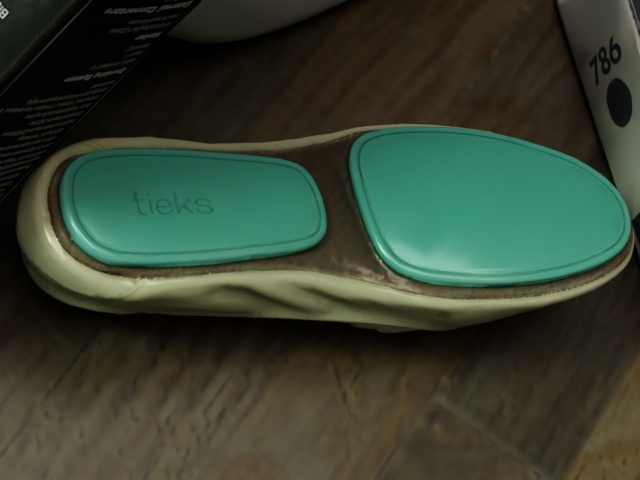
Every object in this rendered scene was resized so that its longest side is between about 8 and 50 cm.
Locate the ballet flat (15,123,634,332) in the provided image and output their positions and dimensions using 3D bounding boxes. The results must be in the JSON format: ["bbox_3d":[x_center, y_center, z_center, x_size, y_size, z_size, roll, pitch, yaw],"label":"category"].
[{"bbox_3d":[0.000,0.000,0.757,0.248,0.086,0.086,3,66,-21],"label":"ballet flat"}]

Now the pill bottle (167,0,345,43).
[{"bbox_3d":[-0.078,-0.304,0.783,0.229,0.229,0.408,-27,77,-25],"label":"pill bottle"}]

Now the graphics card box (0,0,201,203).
[{"bbox_3d":[-0.134,-0.154,0.641,0.233,0.371,0.094,52,26,11],"label":"graphics card box"}]

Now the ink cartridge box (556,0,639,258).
[{"bbox_3d":[0.217,-0.021,0.841,0.165,0.065,0.333,-9,69,-20],"label":"ink cartridge box"}]
